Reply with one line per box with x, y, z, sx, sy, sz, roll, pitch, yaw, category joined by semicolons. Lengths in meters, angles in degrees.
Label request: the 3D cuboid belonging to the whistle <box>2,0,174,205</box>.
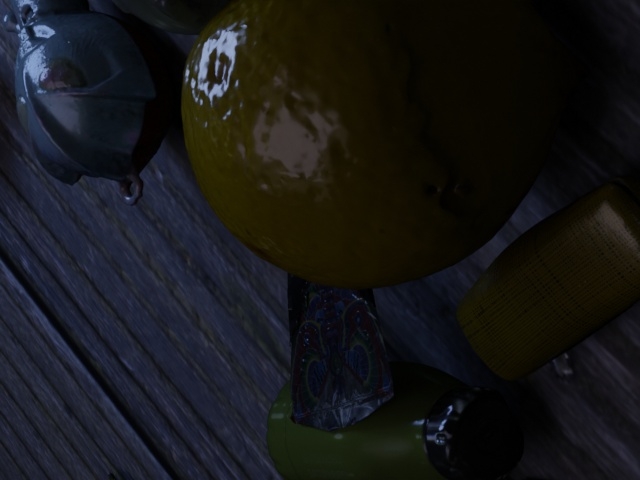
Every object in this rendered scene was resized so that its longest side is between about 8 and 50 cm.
-0.225;-0.182;1.666;0.346;0.133;0.142;67;157;20;whistle

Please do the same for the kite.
0.000;0.000;1.408;0.152;0.015;0.285;-25;66;57;kite

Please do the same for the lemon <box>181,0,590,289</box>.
0.027;-0.080;1.179;0.253;0.228;0.228;-30;84;46;lemon

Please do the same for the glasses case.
0.157;0.027;1.211;0.079;0.064;0.234;58;151;8;glasses case

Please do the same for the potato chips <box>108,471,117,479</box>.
-0.186;0.355;2.092;0.209;0.026;0.142;45;142;30;potato chips

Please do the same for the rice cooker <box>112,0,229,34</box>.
-0.106;-0.278;1.257;0.227;0.241;0.280;38;-178;36;rice cooker

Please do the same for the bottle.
0.059;0.148;1.421;0.260;0.112;0.112;-9;103;61;bottle

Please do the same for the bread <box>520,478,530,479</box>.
0.154;0.237;1.386;0.066;0.060;0.110;-16;99;32;bread
